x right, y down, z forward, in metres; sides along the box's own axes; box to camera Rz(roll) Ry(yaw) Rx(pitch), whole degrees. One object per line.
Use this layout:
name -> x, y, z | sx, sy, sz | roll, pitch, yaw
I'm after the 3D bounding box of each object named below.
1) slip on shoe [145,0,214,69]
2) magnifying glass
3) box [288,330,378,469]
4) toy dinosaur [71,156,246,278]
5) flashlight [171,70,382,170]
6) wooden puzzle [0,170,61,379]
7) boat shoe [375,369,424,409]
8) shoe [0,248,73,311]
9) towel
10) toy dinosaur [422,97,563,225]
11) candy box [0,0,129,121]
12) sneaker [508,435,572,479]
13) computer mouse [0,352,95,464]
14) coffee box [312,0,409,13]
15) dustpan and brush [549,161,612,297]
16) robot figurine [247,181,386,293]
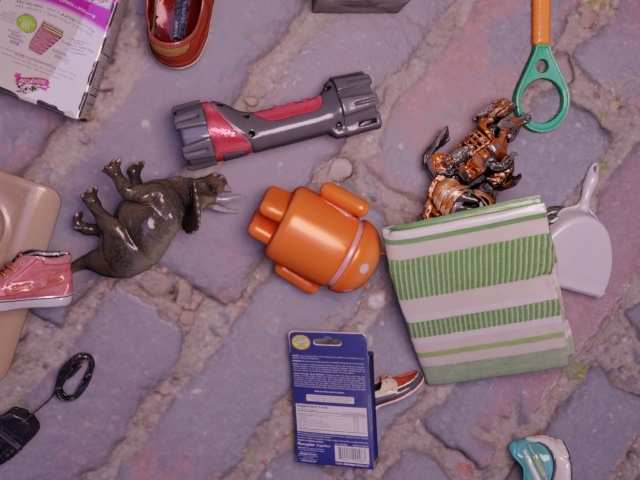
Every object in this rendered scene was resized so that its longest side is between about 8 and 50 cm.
slip on shoe -> -0.199, -0.422, 0.967 | 0.122, 0.101, 0.332 | 8, 95, -5
magnifying glass -> 0.358, -0.292, 1.074 | 0.092, 0.026, 0.231 | -3, 96, -5
box -> 0.021, 0.254, 1.077 | 0.136, 0.036, 0.225 | 0, 99, 19
toy dinosaur -> -0.282, -0.020, 0.999 | 0.313, 0.121, 0.160 | -42, 85, -4
flashlight -> -0.067, -0.191, 1.014 | 0.303, 0.103, 0.103 | -17, 125, -7
wooden puzzle -> -0.603, 0.019, 0.997 | 0.347, 0.080, 0.322 | 18, 95, -12
boat shoe -> 0.106, 0.247, 1.105 | 0.137, 0.049, 0.043 | -26, 96, 3
shoe -> -0.450, 0.056, 0.959 | 0.177, 0.063, 0.081 | -2, 103, -32
towel -> 0.245, 0.090, 1.012 | 0.247, 0.038, 0.325 | -12, 124, 16
toy dinosaur -> 0.244, -0.059, 1.054 | 0.218, 0.164, 0.322 | 32, 114, 6
candy box -> -0.388, -0.312, 0.976 | 0.159, 0.071, 0.234 | 20, 94, -8
sneaker -> 0.373, 0.470, 1.146 | 0.109, 0.107, 0.276 | -1, 92, 14
computer mouse -> -0.457, 0.267, 1.061 | 0.242, 0.041, 0.071 | -41, 108, -6
coffee box -> 0.057, -0.474, 0.985 | 0.141, 0.098, 0.247 | -1, 97, -5
dustpan and brush -> 0.434, -0.026, 1.104 | 0.147, 0.060, 0.211 | 15, 102, -8
robot figurine -> 0.001, -0.001, 1.022 | 0.219, 0.128, 0.158 | 28, 81, -8
